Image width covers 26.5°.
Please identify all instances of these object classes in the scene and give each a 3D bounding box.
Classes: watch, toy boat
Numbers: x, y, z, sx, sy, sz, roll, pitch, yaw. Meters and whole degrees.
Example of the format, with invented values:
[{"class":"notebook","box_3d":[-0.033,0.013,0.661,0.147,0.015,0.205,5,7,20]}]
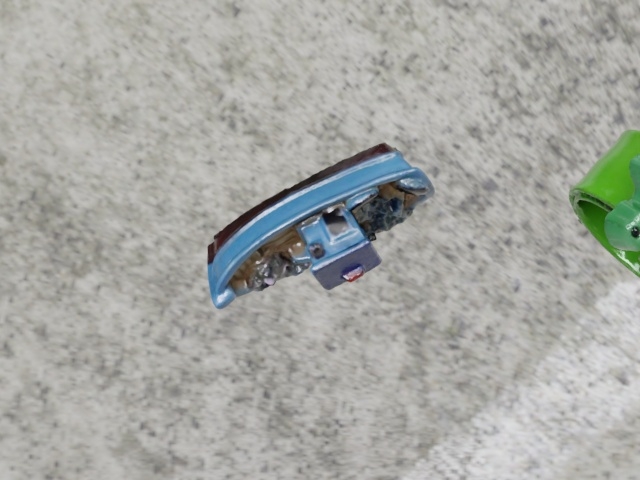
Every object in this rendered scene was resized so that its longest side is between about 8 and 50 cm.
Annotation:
[{"class":"watch","box_3d":[0.263,-0.032,1.044,0.131,0.165,0.152,-48,27,-3]},{"class":"toy boat","box_3d":[0.000,0.000,1.211,0.223,0.100,0.097,-28,63,5]}]
